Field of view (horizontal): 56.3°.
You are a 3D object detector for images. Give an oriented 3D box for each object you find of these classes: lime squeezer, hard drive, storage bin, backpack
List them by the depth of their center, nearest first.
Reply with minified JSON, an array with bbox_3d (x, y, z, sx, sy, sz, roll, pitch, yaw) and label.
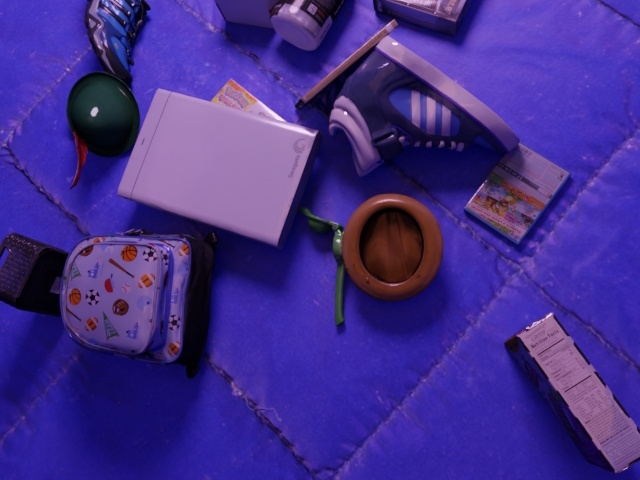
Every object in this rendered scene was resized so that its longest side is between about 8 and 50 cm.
[{"bbox_3d":[-0.347,0.102,1.099,0.263,0.213,0.277,2,80,22],"label":"backpack"},{"bbox_3d":[0.000,0.000,1.137,0.110,0.059,0.310,-41,72,31],"label":"lime squeezer"},{"bbox_3d":[-0.536,0.070,1.147,0.084,0.180,0.122,21,81,15],"label":"storage bin"},{"bbox_3d":[-0.198,-0.144,1.157,0.353,0.047,0.233,18,83,15],"label":"hard drive"}]

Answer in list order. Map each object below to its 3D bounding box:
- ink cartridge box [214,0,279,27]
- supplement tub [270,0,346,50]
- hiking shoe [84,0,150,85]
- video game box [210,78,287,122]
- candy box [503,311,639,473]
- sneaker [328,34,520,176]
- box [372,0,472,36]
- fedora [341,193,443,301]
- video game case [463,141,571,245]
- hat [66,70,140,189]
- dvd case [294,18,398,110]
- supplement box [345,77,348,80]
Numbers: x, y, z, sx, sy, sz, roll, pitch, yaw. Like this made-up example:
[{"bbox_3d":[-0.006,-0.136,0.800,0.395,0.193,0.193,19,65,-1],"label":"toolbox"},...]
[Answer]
[{"bbox_3d":[-0.140,-0.564,1.251,0.127,0.128,0.176,12,78,14],"label":"ink cartridge box"},{"bbox_3d":[-0.010,-0.496,1.216,0.117,0.117,0.190,29,84,16],"label":"supplement tub"},{"bbox_3d":[-0.435,-0.484,1.298,0.132,0.113,0.304,-13,82,-4],"label":"hiking shoe"},{"bbox_3d":[-0.166,-0.198,1.211,0.205,0.048,0.187,39,85,17],"label":"video game box"},{"bbox_3d":[0.393,0.236,0.940,0.071,0.159,0.233,-32,72,1],"label":"candy box"},{"bbox_3d":[0.174,-0.194,1.110,0.323,0.130,0.236,34,108,-9],"label":"sneaker"},{"bbox_3d":[0.235,-0.550,1.213,0.183,0.056,0.231,23,82,15],"label":"box"},{"bbox_3d":[0.131,0.014,1.085,0.194,0.079,0.194,-1,83,10],"label":"fedora"},{"bbox_3d":[0.361,-0.089,1.100,0.119,0.015,0.166,37,86,16],"label":"video game case"},{"bbox_3d":[-0.475,-0.241,1.185,0.208,0.183,0.173,39,109,6],"label":"hat"},{"bbox_3d":[0.044,-0.330,1.147,0.221,0.164,0.018,-41,100,0],"label":"dvd case"},{"bbox_3d":[0.098,-0.287,1.186,0.062,0.036,0.098,-24,75,4],"label":"supplement box"}]
